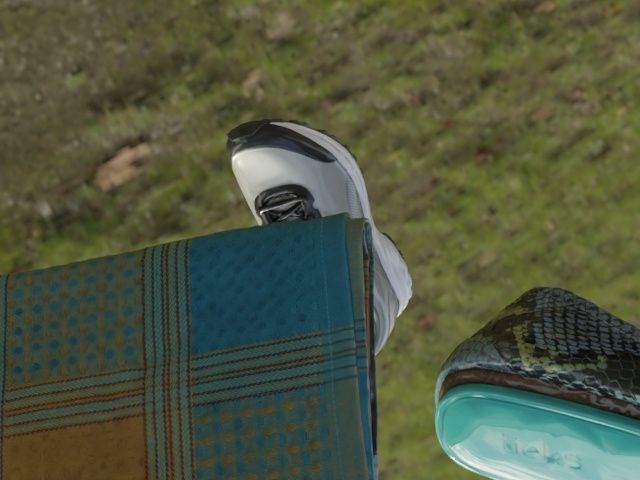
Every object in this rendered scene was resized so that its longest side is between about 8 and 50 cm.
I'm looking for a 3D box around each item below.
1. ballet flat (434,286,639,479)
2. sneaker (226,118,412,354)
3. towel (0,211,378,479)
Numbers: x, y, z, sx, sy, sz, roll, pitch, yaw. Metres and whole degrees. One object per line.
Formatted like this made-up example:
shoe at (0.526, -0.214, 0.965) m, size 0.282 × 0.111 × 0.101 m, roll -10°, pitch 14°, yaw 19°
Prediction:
ballet flat at (0.125, 0.056, 0.428) m, size 0.070 × 0.188 × 0.070 m, roll -52°, pitch 153°, yaw -39°
sneaker at (0.000, 0.000, 1.394) m, size 0.100 × 0.108 × 0.271 m, roll -14°, pitch 127°, yaw 29°
towel at (-0.132, 0.130, 1.083) m, size 0.370 × 0.271 × 0.040 m, roll -11°, pitch 153°, yaw 19°
